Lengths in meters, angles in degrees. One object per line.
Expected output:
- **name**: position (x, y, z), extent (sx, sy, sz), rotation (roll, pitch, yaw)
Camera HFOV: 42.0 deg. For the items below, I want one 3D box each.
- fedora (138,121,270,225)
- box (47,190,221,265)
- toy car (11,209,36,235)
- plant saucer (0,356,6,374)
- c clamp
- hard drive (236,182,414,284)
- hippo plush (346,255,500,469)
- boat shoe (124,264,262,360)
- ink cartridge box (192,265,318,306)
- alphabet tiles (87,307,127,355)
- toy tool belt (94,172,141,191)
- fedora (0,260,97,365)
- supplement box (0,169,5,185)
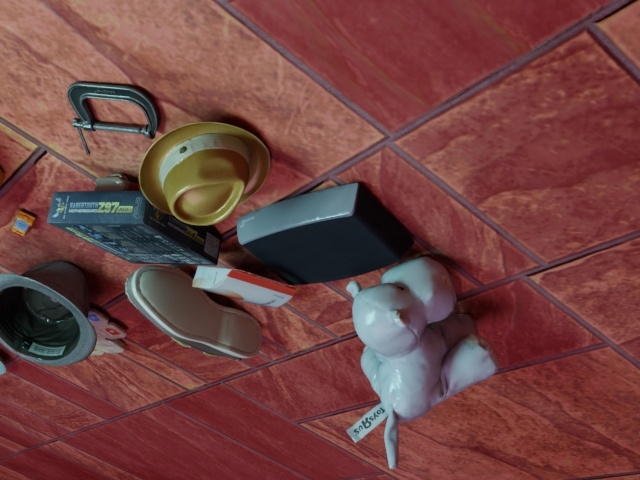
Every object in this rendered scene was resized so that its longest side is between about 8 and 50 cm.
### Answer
- **fedora**: position (-0.162, -0.080, 1.190), extent (0.194, 0.079, 0.194), rotation (-9, 139, -8)
- **box**: position (-0.296, -0.017, 1.357), extent (0.183, 0.059, 0.232), rotation (0, 162, 24)
- **toy car**: position (-0.576, -0.047, 1.516), extent (0.122, 0.041, 0.060), rotation (38, 142, -29)
- **plant saucer**: position (-0.897, 0.286, 2.153), extent (0.194, 0.038, 0.195), rotation (12, 147, 8)
- **c clamp**: position (-0.302, -0.179, 1.222), extent (0.160, 0.022, 0.137), rotation (4, 140, 21)
- **hard drive**: position (0.000, 0.000, 1.313), extent (0.254, 0.054, 0.172), rotation (-14, 136, 38)
- **hippo plush**: position (0.119, 0.149, 1.344), extent (0.234, 0.294, 0.237), rotation (23, 143, 56)
- **boat shoe**: position (-0.249, 0.143, 1.569), extent (0.096, 0.117, 0.324), rotation (-11, 149, 38)
- **ink cartridge box**: position (-0.113, 0.085, 1.422), extent (0.145, 0.045, 0.179), rotation (20, 172, -35)
- **alphabet tiles**: position (-0.575, 0.178, 1.864), extent (0.277, 0.021, 0.284), rotation (-12, 137, 37)
- **toy tool belt**: position (-0.320, -0.081, 1.353), extent (0.083, 0.052, 0.051), rotation (4, 171, 18)
- **fedora**: position (-0.542, 0.128, 1.666), extent (0.243, 0.124, 0.275), rotation (29, 133, -7)
- **supplement box**: position (-0.745, -0.112, 1.358), extent (0.356, 0.195, 0.194), rotation (7, 146, 16)
